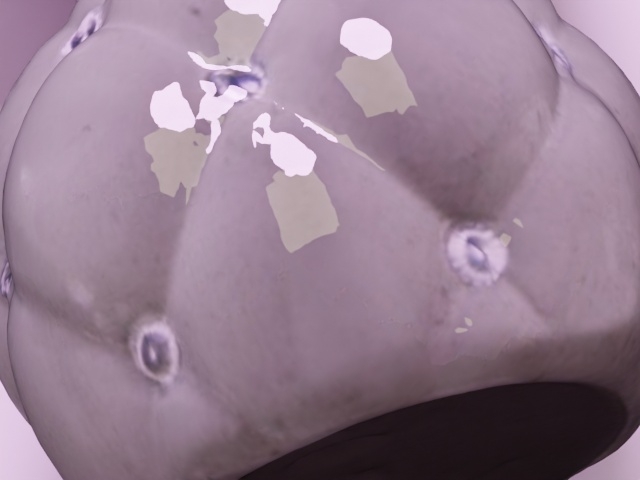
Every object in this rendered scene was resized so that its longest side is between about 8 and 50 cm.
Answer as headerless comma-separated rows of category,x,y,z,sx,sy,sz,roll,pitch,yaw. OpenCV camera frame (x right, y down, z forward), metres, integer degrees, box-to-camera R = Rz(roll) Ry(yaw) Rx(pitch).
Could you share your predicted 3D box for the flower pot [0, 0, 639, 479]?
flower pot,0.000,0.000,0.501,0.246,0.246,0.195,-15,64,-7
